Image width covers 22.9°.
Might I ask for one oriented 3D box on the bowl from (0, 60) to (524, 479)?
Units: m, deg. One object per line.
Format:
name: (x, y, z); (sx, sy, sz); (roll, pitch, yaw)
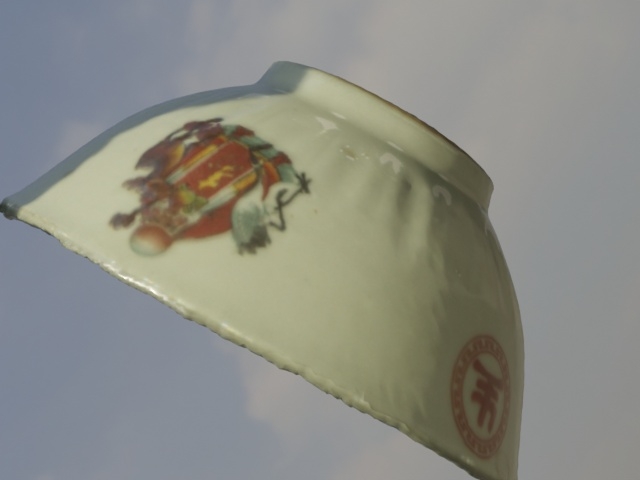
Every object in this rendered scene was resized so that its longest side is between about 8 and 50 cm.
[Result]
bowl: (0.000, 0.000, 0.910); (0.157, 0.337, 0.337); (-60, -21, -5)
